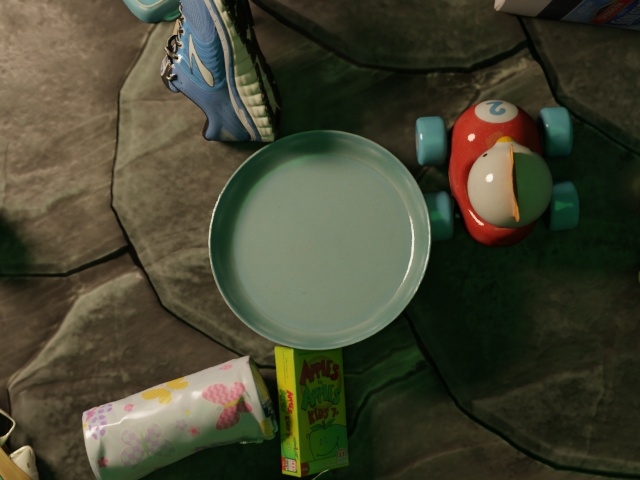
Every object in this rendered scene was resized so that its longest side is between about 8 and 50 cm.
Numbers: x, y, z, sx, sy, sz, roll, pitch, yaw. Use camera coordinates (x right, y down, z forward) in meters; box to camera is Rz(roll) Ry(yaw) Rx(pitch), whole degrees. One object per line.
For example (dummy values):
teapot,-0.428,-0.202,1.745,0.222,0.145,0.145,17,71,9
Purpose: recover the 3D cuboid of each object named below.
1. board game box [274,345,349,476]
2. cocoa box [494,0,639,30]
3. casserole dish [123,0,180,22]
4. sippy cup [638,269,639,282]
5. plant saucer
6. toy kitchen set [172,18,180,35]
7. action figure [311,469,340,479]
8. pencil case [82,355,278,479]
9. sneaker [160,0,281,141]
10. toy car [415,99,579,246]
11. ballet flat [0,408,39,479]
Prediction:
board game box,-0.012,0.237,1.537,0.092,0.043,0.181,-3,90,-39
cocoa box,0.380,-0.428,1.405,0.228,0.347,0.231,8,90,0
casserole dish,-0.259,-0.408,1.570,0.114,0.037,0.188,-34,90,1
sippy cup,0.580,-0.042,1.464,0.240,0.224,0.305,12,91,1
plant saucer,0.000,0.000,1.532,0.318,0.044,0.317,-2,78,10
toy kitchen set,-0.180,-0.310,1.547,0.068,0.075,0.083,15,85,1
action figure,-0.073,0.400,1.538,0.232,0.137,0.063,-19,46,9
pencil case,-0.198,0.259,1.531,0.273,0.113,0.124,-17,113,0
sneaker,-0.164,-0.269,1.477,0.147,0.129,0.329,-11,121,11
toy car,0.251,-0.095,1.461,0.219,0.238,0.210,-4,90,0
ballet flat,-0.458,0.301,1.554,0.073,0.080,0.232,-39,91,-14
